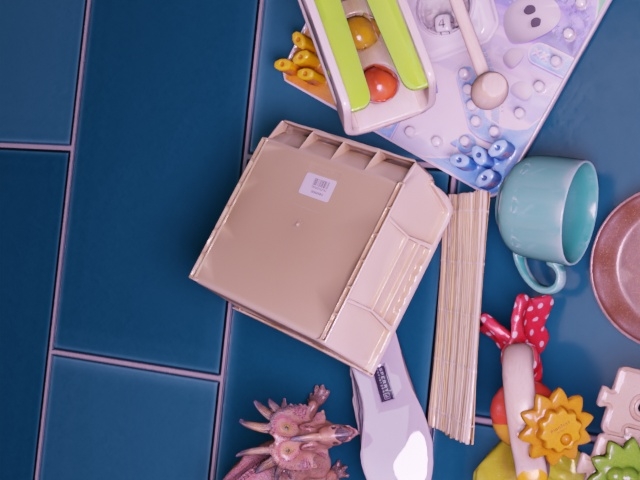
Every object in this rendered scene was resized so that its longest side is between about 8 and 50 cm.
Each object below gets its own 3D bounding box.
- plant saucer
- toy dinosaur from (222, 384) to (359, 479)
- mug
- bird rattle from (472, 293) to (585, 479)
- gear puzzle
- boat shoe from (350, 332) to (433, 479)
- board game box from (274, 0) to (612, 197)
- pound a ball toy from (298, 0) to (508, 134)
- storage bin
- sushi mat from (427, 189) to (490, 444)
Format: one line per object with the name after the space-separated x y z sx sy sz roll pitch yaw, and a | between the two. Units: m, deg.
0.425 0.034 1.281 0.198 0.036 0.199 -1 89 33 | plant saucer
-0.064 0.305 1.424 0.127 0.200 0.296 47 108 22 | toy dinosaur
0.270 -0.029 1.315 0.097 0.129 0.158 11 64 32 | mug
0.254 0.193 1.281 0.143 0.207 0.254 1 95 10 | bird rattle
0.382 0.229 1.186 0.338 0.044 0.176 16 93 -10 | gear puzzle
0.086 0.225 1.417 0.096 0.088 0.268 -18 74 3 | boat shoe
0.169 -0.316 1.443 0.390 0.050 0.390 33 101 26 | board game box
0.093 -0.278 1.396 0.208 0.136 0.319 -19 76 -1 | pound a ball toy
0.000 0.000 1.408 0.262 0.123 0.260 22 82 40 | storage bin
0.175 0.095 1.364 0.019 0.151 0.317 5 87 -14 | sushi mat
